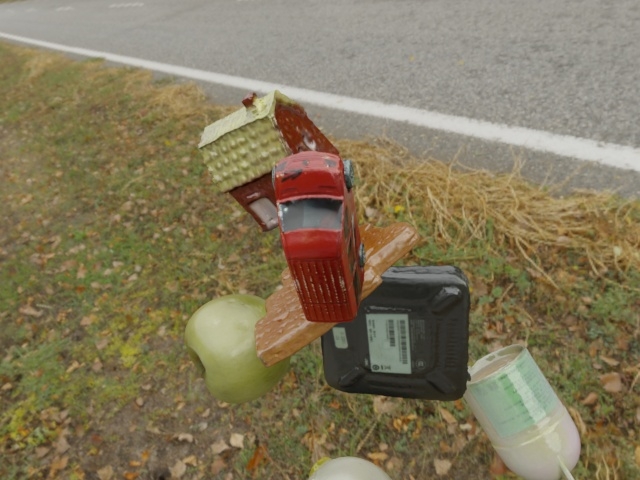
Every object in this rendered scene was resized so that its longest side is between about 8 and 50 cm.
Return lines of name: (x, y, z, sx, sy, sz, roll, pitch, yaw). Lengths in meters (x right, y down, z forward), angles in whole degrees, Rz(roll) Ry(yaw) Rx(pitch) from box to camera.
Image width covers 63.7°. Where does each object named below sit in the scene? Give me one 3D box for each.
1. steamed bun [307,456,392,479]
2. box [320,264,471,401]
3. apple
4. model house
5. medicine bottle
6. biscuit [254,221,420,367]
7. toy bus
steamed bun: (0.082, 0.748, 1.329, 0.333, 0.334, 0.374, -16, 9, 4)
box: (0.170, 0.220, 1.196, 0.349, 0.360, 0.091, -1, 25, 12)
apple: (-0.219, 0.286, 1.395, 0.254, 0.292, 0.292, -29, 34, -23)
model house: (-0.104, -0.167, 1.006, 0.195, 0.254, 0.160, -16, 43, 31)
medicine bottle: (0.597, 0.533, 1.490, 0.235, 0.407, 0.236, -31, -7, -4)
biscuit: (0.001, 0.077, 0.767, 0.283, 0.043, 0.306, -19, 22, 44)
toy bus: (0.000, 0.000, 0.553, 0.081, 0.195, 0.089, -2, 46, 11)
